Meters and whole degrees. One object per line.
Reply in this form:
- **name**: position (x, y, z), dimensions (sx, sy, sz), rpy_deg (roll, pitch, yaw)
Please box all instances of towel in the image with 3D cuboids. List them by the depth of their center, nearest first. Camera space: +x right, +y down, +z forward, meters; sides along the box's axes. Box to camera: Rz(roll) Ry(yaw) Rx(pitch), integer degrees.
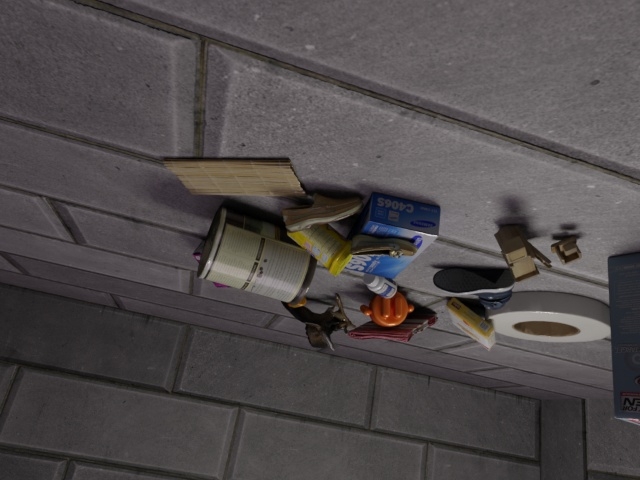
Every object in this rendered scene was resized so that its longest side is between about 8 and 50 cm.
- **towel**: position (0.285, 0.324, 1.815), dimensions (0.237, 0.037, 0.329), rpy_deg (-4, -177, 33)

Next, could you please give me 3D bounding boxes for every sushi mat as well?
- **sushi mat**: position (-0.195, -0.141, 1.100), dimensions (0.316, 0.019, 0.151), rpy_deg (3, 158, 18)

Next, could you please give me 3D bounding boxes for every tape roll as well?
- **tape roll**: position (0.753, 0.264, 1.603), dimensions (0.391, 0.072, 0.392), rpy_deg (9, 158, 4)

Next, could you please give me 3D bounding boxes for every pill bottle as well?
- **pill bottle**: position (0.191, 0.139, 1.554), dimensions (0.067, 0.067, 0.120), rpy_deg (-9, 151, 40)

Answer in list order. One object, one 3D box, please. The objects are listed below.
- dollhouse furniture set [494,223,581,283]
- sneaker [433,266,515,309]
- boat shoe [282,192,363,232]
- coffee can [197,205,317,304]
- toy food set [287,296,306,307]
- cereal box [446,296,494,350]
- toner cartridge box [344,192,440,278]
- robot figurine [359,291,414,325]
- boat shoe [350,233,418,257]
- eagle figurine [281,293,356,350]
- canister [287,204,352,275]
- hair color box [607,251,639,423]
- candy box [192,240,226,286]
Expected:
- **dollhouse furniture set**: position (0.485, -0.007, 1.071), dimensions (0.160, 0.101, 0.182), rpy_deg (-25, 146, 16)
- **sneaker**: position (0.455, 0.147, 1.426), dimensions (0.226, 0.086, 0.163), rpy_deg (1, 154, 19)
- **boat shoe**: position (0.001, -0.076, 1.096), dimensions (0.189, 0.072, 0.068), rpy_deg (-17, -169, 8)
- **coffee can**: position (-0.170, 0.044, 1.299), dimensions (0.275, 0.202, 0.201), rpy_deg (18, 157, -19)
- **toy food set**: position (-0.161, 0.151, 1.688), dimensions (0.232, 0.111, 0.104), rpy_deg (26, 156, -19)
- **cereal box**: position (0.542, 0.303, 1.715), dimensions (0.173, 0.047, 0.240), rpy_deg (38, 173, 32)
- **toner cartridge box**: position (0.162, 0.001, 1.214), dimensions (0.165, 0.075, 0.348), rpy_deg (11, 158, -4)
- **robot figurine**: position (0.234, 0.241, 1.691), dimensions (0.128, 0.158, 0.219), rpy_deg (52, 171, 9)
- **boat shoe**: position (0.146, 0.022, 1.102), dimensions (0.152, 0.048, 0.056), rpy_deg (10, 158, 4)
- **eagle figurine**: position (-0.010, 0.339, 1.991), dimensions (0.298, 0.227, 0.225), rpy_deg (-10, 171, 31)
- **canister**: position (0.000, 0.000, 1.196), dimensions (0.170, 0.073, 0.126), rpy_deg (39, 159, 8)
- **hair color box**: position (0.768, 0.233, 1.101), dimensions (0.185, 0.375, 0.113), rpy_deg (23, 155, -29)
- **candy box**: position (-0.271, 0.074, 1.525), dimensions (0.233, 0.071, 0.159), rpy_deg (-4, 130, 31)
